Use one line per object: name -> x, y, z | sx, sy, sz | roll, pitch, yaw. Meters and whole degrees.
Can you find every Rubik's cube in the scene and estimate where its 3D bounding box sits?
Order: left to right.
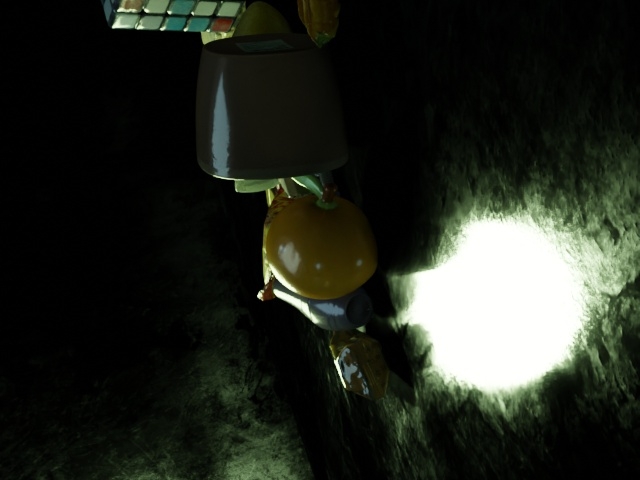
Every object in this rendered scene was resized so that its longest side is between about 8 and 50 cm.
Rubik's cube -> -0.308, -0.638, 1.886 | 0.293, 0.287, 0.292 | -51, 52, 51

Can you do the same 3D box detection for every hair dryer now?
hair dryer -> 0.000, 0.000, 1.878 | 0.301, 0.121, 0.361 | 14, 106, 57

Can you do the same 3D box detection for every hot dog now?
hot dog -> -0.009, -0.437, 1.429 | 0.269, 0.072, 0.115 | 84, 165, -45

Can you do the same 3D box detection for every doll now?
doll -> 0.001, -0.014, 1.646 | 0.213, 0.213, 0.236 | -120, 27, -53

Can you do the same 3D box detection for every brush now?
brush -> -0.118, -0.161, 2.396 | 0.103, 0.047, 0.233 | -117, 17, -45

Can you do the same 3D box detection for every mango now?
mango -> -0.133, -0.315, 1.865 | 0.221, 0.199, 0.384 | -80, 4, -49

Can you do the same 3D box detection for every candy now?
candy -> 0.074, 0.241, 1.877 | 0.271, 0.101, 0.143 | -154, 43, -84

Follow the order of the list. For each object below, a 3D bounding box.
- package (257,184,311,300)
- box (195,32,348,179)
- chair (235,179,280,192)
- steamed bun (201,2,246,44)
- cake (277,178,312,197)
package -> -0.075, -0.023, 2.081 | 0.288, 0.108, 0.223 | -77, -7, -45
box -> -0.093, -0.248, 1.609 | 0.301, 0.301, 0.216 | -127, 32, -62
chair -> -0.165, -0.289, 2.188 | 0.319, 0.160, 0.186 | 93, 154, -55
steamed bun -> -0.252, -0.603, 2.248 | 0.295, 0.137, 0.292 | 67, 165, -4
cake -> -0.065, -0.163, 2.023 | 0.116, 0.086, 0.220 | 97, 156, -61
